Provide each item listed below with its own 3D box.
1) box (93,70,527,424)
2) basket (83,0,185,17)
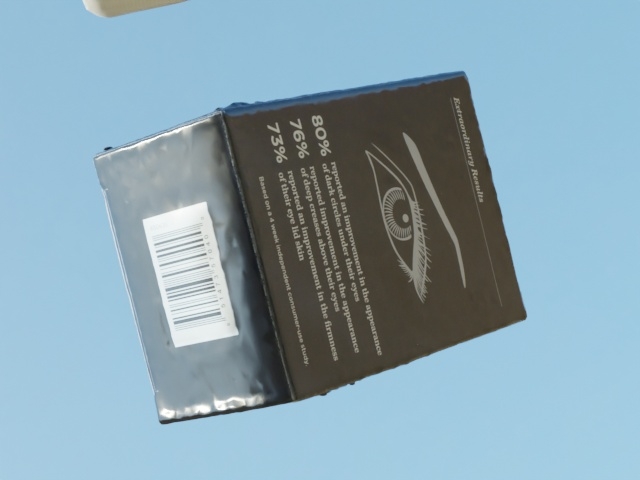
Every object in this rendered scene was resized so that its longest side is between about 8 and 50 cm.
[{"bbox_3d":[0.000,0.000,0.891,0.108,0.153,0.207,-14,-1,43],"label":"box"},{"bbox_3d":[0.003,-0.139,0.375,0.167,0.113,0.103,-16,-18,1],"label":"basket"}]
